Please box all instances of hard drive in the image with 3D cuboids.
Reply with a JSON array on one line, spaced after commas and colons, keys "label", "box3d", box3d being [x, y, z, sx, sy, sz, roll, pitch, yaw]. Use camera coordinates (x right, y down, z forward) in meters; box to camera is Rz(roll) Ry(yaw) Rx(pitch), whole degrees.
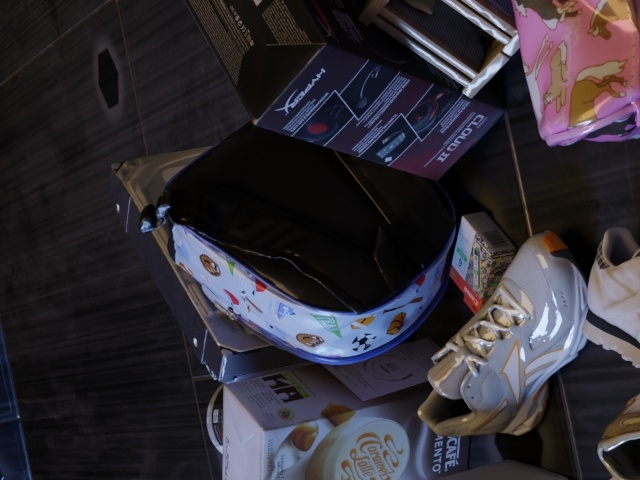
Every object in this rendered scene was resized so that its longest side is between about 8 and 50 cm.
[{"label": "hard drive", "box3d": [-0.071, 0.014, 2.040, 0.339, 0.237, 0.064, 57, 147, 41]}]

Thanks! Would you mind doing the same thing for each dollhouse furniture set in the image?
[{"label": "dollhouse furniture set", "box3d": [0.141, -0.256, 1.659, 0.129, 0.129, 0.183, -46, 15, 42]}]

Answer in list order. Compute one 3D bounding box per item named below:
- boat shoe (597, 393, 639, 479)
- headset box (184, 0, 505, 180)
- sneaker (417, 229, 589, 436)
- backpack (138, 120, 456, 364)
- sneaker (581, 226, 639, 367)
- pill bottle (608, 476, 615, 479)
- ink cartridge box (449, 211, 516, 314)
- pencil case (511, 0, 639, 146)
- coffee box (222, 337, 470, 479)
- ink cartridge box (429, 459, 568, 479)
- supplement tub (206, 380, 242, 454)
[{"label": "boat shoe", "box3d": [0.326, 0.184, 1.390, 0.113, 0.103, 0.302, 65, 162, -16]}, {"label": "headset box", "box3d": [0.027, -0.187, 1.732, 0.110, 0.293, 0.218, -47, 54, 25]}, {"label": "sneaker", "box3d": [0.167, 0.102, 1.705, 0.099, 0.121, 0.262, 57, 147, 37]}, {"label": "backpack", "box3d": [0.000, 0.000, 1.851, 0.263, 0.276, 0.213, 36, 156, 29]}, {"label": "sneaker", "box3d": [0.292, 0.057, 1.473, 0.235, 0.090, 0.094, 25, 111, 58]}, {"label": "pill bottle", "box3d": [0.307, 0.265, 1.488, 0.180, 0.108, 0.108, 32, 128, 57]}, {"label": "ink cartridge box", "box3d": [0.157, 0.036, 1.808, 0.063, 0.029, 0.115, 54, 145, 42]}, {"label": "pencil case", "box3d": [0.210, -0.270, 1.425, 0.167, 0.160, 0.386, -14, 85, 32]}, {"label": "coffee box", "box3d": [0.028, 0.204, 1.889, 0.098, 0.247, 0.141, 41, 136, 52]}, {"label": "ink cartridge box", "box3d": [0.146, 0.375, 1.762, 0.117, 0.201, 0.278, 7, 107, 65]}, {"label": "supplement tub", "box3d": [-0.057, 0.216, 2.232, 0.190, 0.117, 0.117, -16, 85, 66]}]
